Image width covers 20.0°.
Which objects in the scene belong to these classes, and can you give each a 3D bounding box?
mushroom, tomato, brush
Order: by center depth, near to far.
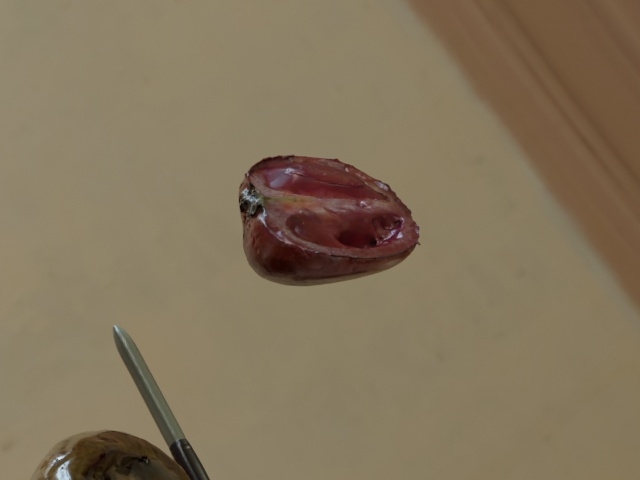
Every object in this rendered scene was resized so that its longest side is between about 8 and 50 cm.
[{"bbox_3d":[0.000,0.000,1.747,0.189,0.173,0.099,-113,-143,-52],"label":"tomato"},{"bbox_3d":[-0.187,0.309,1.754,0.263,0.195,0.283,65,-9,-3],"label":"mushroom"},{"bbox_3d":[-0.163,0.212,1.981,0.299,0.042,0.039,58,-35,22],"label":"brush"}]
